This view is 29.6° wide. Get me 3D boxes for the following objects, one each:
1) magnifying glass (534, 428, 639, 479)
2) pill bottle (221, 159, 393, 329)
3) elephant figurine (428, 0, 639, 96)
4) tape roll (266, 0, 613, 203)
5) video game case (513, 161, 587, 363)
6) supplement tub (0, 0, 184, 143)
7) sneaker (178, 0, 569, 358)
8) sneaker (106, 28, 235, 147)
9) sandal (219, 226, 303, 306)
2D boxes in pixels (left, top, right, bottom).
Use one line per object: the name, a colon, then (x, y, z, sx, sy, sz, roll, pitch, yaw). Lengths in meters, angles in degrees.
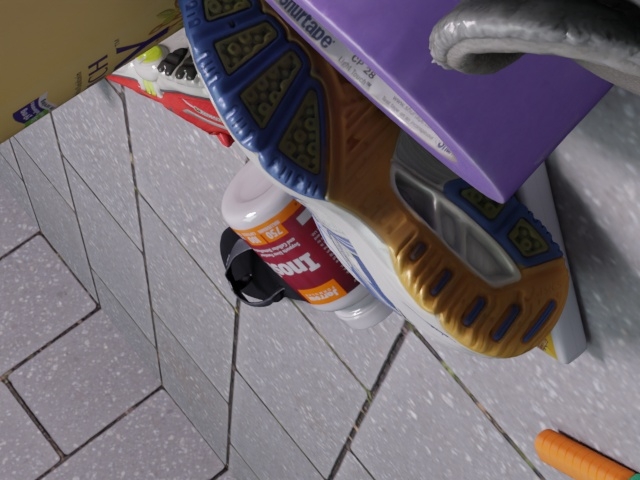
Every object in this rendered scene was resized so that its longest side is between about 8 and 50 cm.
magnifying glass: (0.230, 0.182, 0.829, 0.231, 0.026, 0.092, 26, 148, 57)
pill bottle: (0.000, 0.000, 0.949, 0.152, 0.086, 0.086, 46, 168, -29)
elephant figurine: (0.111, -0.097, 0.365, 0.186, 0.169, 0.239, 56, 159, -24)
tape roll: (0.042, -0.108, 0.564, 0.189, 0.080, 0.189, 43, -177, -3)
video game case: (0.077, -0.045, 0.793, 0.206, 0.026, 0.227, 34, 153, 47)
supplement tub: (-0.204, -0.193, 0.725, 0.241, 0.331, 0.241, 47, 162, 21)
sneaker: (0.013, -0.043, 0.720, 0.296, 0.112, 0.131, 52, 165, -4)
sneaker: (-0.104, -0.130, 0.980, 0.118, 0.107, 0.279, 54, 168, -34)
sandal: (-0.060, 0.028, 1.231, 0.097, 0.054, 0.254, 57, 162, -8)
